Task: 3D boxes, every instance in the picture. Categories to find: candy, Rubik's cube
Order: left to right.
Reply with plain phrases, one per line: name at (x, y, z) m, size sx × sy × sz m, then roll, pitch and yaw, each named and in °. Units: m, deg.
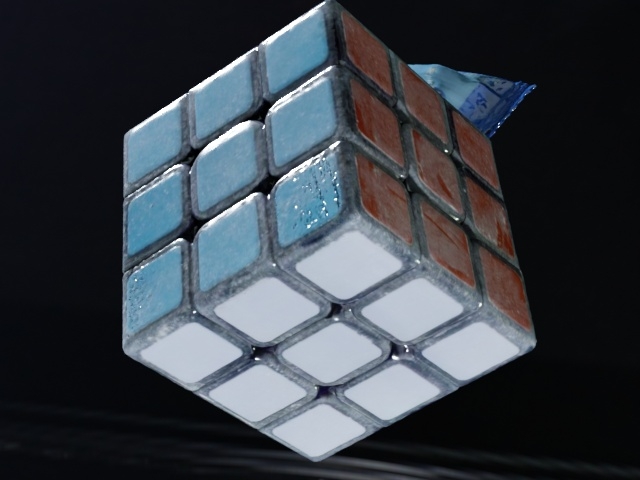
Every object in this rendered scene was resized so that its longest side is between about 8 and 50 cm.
Rubik's cube at (0.000, 0.000, 1.608) m, size 0.301 × 0.304 × 0.305 m, roll -31°, pitch -137°, yaw 25°
candy at (0.110, -0.181, 2.072) m, size 0.331 × 0.077 × 0.187 m, roll 11°, pitch -135°, yaw 40°
